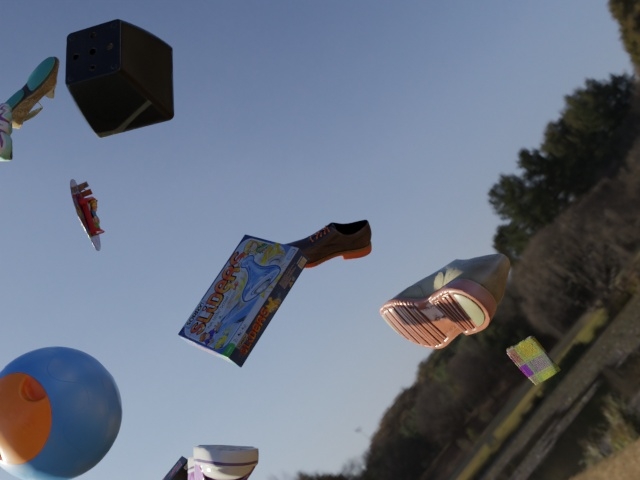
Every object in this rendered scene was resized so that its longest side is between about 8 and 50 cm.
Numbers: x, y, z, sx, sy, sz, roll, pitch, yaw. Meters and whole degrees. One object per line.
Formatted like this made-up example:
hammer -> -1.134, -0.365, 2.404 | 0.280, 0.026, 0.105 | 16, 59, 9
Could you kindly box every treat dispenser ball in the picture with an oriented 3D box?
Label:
treat dispenser ball -> -0.573, 0.373, 1.698 | 0.288, 0.288, 0.288 | -46, -17, -19

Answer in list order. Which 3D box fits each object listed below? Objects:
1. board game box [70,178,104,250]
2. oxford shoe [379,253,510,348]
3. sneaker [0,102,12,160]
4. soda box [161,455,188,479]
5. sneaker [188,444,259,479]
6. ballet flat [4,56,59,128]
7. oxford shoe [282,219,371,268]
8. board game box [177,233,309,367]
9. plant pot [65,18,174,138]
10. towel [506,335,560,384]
board game box -> -0.503, -0.059, 1.744 | 0.033, 0.133, 0.168 | -20, -51, -4
oxford shoe -> 0.261, 0.125, 1.646 | 0.146, 0.140, 0.397 | -48, 11, -26
sneaker -> -0.421, -0.139, 0.986 | 0.069, 0.098, 0.038 | -1, -45, -21
soda box -> -0.355, 0.593, 1.858 | 0.169, 0.053, 0.060 | -49, 17, -21
sneaker -> -0.154, 0.405, 1.229 | 0.282, 0.102, 0.161 | 118, 154, -64
ballet flat -> -0.660, -0.338, 1.829 | 0.206, 0.073, 0.067 | -40, -41, 12
oxford shoe -> 0.000, 0.000, 2.013 | 0.271, 0.097, 0.098 | -11, -54, -16
board game box -> -0.121, 0.090, 1.243 | 0.035, 0.136, 0.201 | 48, -114, -40
plant pot -> -0.427, -0.350, 1.643 | 0.187, 0.188, 0.167 | -11, -23, 15
towel -> 0.376, 0.211, 1.397 | 0.060, 0.083, 0.009 | -40, 2, 30
